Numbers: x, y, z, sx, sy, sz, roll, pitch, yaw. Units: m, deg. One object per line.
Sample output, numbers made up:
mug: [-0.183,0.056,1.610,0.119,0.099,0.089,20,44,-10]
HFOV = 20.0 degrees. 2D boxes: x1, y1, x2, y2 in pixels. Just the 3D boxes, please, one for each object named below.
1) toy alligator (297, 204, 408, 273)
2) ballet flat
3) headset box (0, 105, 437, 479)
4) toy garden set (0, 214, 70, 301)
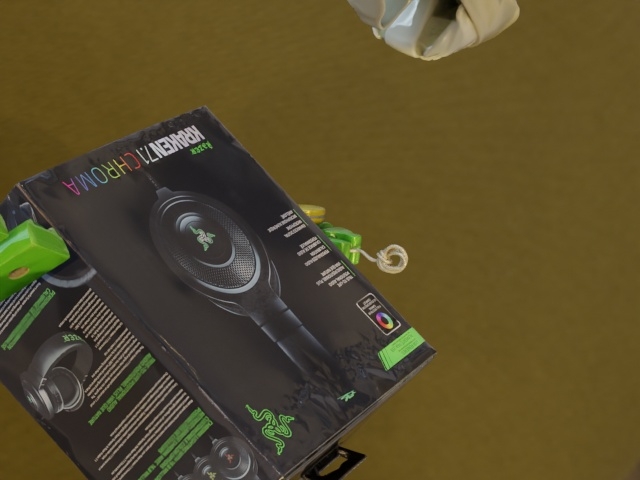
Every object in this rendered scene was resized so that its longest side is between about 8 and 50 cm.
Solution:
toy alligator: [0.000,0.000,1.508,0.051,0.189,0.056,-12,110,-58]
ballet flat: [0.051,-0.147,1.016,0.248,0.086,0.086,40,62,-67]
headset box: [-0.085,0.070,1.290,0.283,0.131,0.246,48,32,8]
toy garden set: [-0.297,0.017,1.052,0.244,0.203,0.049,26,35,-63]
